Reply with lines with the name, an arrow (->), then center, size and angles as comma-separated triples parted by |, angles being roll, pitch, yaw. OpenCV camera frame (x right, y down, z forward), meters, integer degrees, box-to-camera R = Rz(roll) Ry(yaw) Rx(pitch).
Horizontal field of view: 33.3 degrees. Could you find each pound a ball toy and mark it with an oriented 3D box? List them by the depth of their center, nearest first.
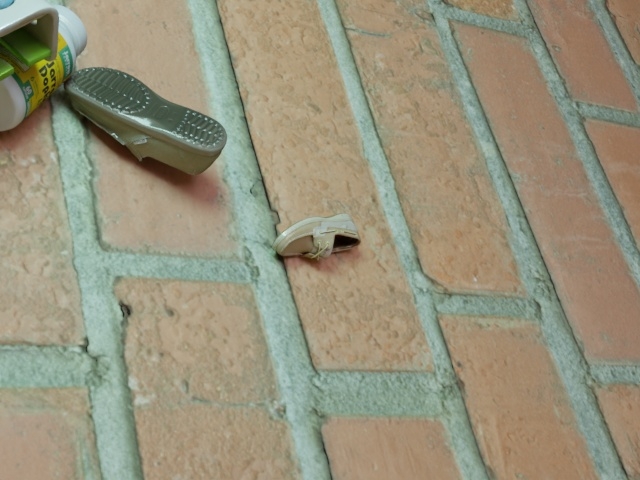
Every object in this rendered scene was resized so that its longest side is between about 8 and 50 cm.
pound a ball toy -> -0.481, -0.367, 1.457 | 0.319, 0.136, 0.208 | 38, 53, 17

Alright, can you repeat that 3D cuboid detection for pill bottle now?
pill bottle -> -0.430, -0.258, 1.559 | 0.117, 0.117, 0.208 | 36, 44, -5

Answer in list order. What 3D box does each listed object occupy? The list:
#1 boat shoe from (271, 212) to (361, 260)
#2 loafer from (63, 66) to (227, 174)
boat shoe -> 0.000, 0.000, 1.684 | 0.170, 0.063, 0.059 | -16, 61, -41
loafer -> -0.272, -0.174, 1.623 | 0.268, 0.092, 0.102 | 28, 42, 9
